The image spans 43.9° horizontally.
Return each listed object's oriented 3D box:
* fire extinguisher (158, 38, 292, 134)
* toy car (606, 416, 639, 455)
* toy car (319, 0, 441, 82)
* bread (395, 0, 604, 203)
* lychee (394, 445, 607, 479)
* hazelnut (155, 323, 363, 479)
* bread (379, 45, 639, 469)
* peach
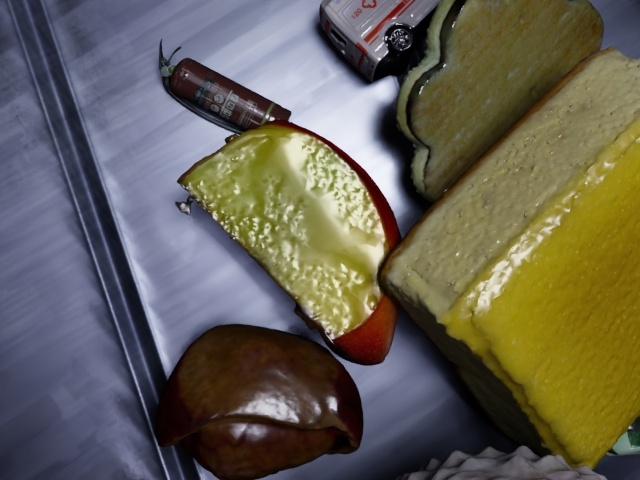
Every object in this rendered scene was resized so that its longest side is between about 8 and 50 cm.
[{"bbox_3d":[-0.110,-0.157,0.862,0.158,0.043,0.064,27,128,-5],"label":"fire extinguisher"},{"bbox_3d":[0.419,0.190,0.903,0.224,0.076,0.090,-7,88,-7],"label":"toy car"},{"bbox_3d":[0.100,-0.276,0.869,0.209,0.089,0.108,-44,84,-3],"label":"toy car"},{"bbox_3d":[0.181,-0.182,0.849,0.286,0.056,0.207,-45,128,-8],"label":"bread"},{"bbox_3d":[0.180,0.385,0.721,0.432,0.380,0.380,21,86,-21],"label":"lychee"},{"bbox_3d":[-0.055,0.169,0.796,0.201,0.170,0.160,21,87,4],"label":"hazelnut"},{"bbox_3d":[0.263,0.034,0.797,0.333,0.143,0.323,-43,125,-10],"label":"bread"},{"bbox_3d":[0.003,-0.006,0.811,0.154,0.159,0.267,-45,86,3],"label":"peach"}]
